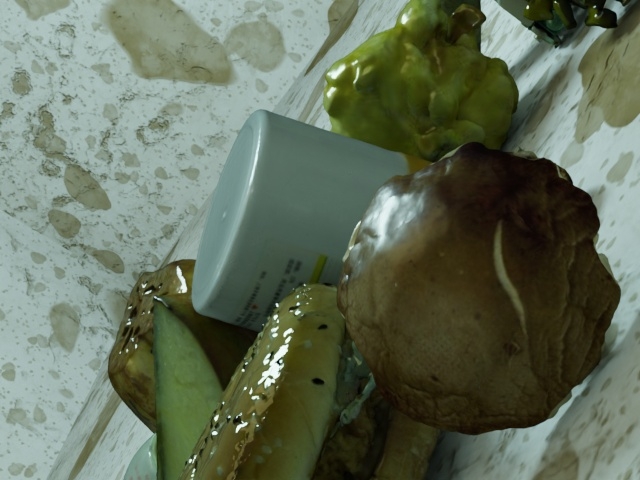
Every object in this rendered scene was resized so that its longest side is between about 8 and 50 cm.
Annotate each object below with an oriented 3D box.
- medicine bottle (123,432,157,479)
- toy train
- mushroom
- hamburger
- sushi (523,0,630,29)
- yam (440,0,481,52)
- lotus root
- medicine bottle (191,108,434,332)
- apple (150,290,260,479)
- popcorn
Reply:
[{"bbox_3d":[-0.208,0.353,1.786,0.143,0.147,0.147,-54,12,29],"label":"medicine bottle"},{"bbox_3d":[0.261,-0.312,1.610,0.081,0.125,0.194,-51,13,16],"label":"toy train"},{"bbox_3d":[0.177,0.029,1.084,0.208,0.301,0.233,-18,85,55],"label":"mushroom"},{"bbox_3d":[-0.005,0.188,1.223,0.277,0.195,0.318,-64,7,-10],"label":"hamburger"},{"bbox_3d":[0.299,-0.345,1.394,0.296,0.167,0.179,14,60,36],"label":"sushi"},{"bbox_3d":[0.169,-0.309,1.652,0.371,0.083,0.083,84,-157,-49],"label":"yam"},{"bbox_3d":[-0.192,0.177,1.978,0.316,0.250,0.316,-52,16,22],"label":"lotus root"},{"bbox_3d":[0.000,0.000,1.409,0.238,0.232,0.238,-163,90,-77],"label":"medicine bottle"},{"bbox_3d":[-0.109,0.217,1.507,0.254,0.179,0.346,-106,16,-68],"label":"apple"},{"bbox_3d":[0.121,-0.171,1.577,0.192,0.233,0.266,-53,-20,-76],"label":"popcorn"}]
